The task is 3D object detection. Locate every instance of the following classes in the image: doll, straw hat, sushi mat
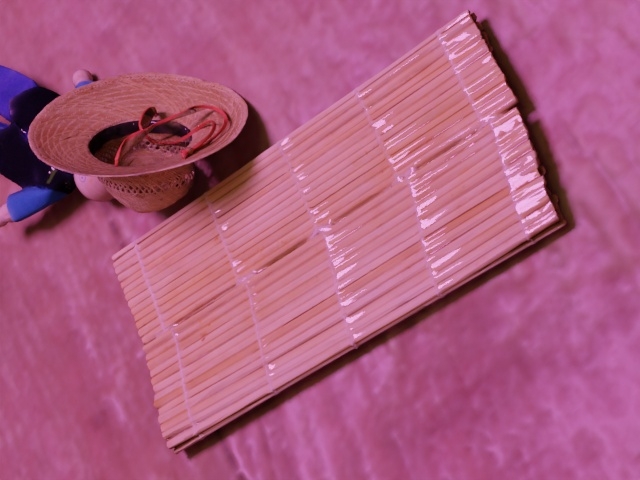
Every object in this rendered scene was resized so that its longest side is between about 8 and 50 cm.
[{"bbox_3d":[-0.206,-0.069,1.253,0.189,0.046,0.129,25,85,33],"label":"doll"},{"bbox_3d":[-0.116,-0.052,1.161,0.144,0.144,0.061,27,136,39],"label":"straw hat"},{"bbox_3d":[0.000,0.000,1.088,0.316,0.019,0.151,-33,60,28],"label":"sushi mat"}]
